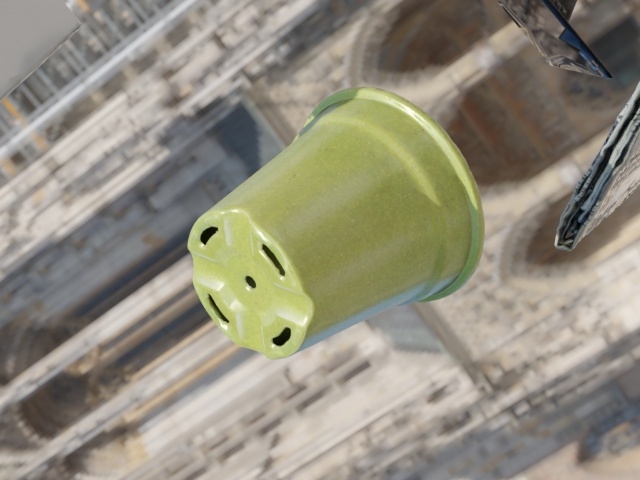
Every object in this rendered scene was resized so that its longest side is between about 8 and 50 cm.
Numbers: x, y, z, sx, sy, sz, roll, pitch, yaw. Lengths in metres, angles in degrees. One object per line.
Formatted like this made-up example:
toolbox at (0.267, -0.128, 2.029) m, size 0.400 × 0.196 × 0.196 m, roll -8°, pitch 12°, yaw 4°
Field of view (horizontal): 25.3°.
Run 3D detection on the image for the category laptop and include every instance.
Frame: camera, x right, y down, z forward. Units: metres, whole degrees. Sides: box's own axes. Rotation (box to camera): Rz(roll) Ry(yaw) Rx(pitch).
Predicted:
laptop at (0.292, -0.355, 1.872) m, size 0.234 × 0.136 × 0.264 m, roll 45°, pitch -131°, yaw -24°

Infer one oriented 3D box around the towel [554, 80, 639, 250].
towel at (0.411, -0.159, 1.783) m, size 0.056 × 0.312 × 0.324 m, roll 35°, pitch -147°, yaw 14°

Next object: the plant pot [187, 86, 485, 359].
plant pot at (0.000, 0.000, 1.604) m, size 0.254 × 0.276 × 0.276 m, roll -33°, pitch -92°, yaw -39°

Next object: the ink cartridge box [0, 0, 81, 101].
ink cartridge box at (-0.433, -0.274, 1.537) m, size 0.270 × 0.197 × 0.198 m, roll 38°, pitch 168°, yaw 46°
